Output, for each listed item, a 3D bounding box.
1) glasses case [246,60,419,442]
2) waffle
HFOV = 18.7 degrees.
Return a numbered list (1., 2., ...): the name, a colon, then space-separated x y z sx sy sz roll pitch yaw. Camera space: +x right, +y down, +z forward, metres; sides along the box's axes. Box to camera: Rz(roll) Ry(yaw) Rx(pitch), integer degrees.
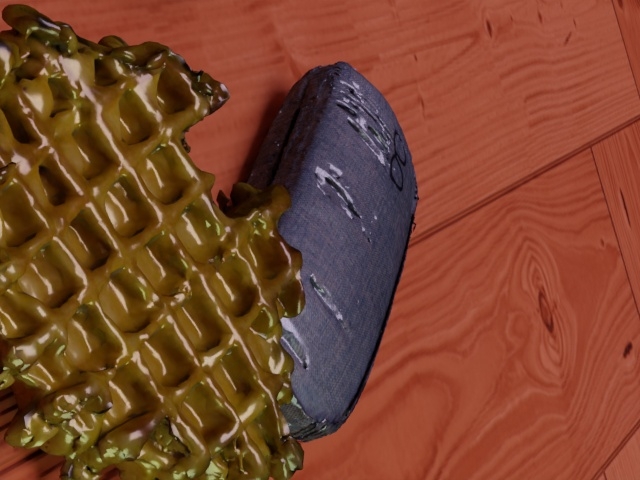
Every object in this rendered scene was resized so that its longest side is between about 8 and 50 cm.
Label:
1. glasses case: 0.000 0.000 1.123 0.109 0.067 0.282 55 29 -25
2. waffle: -0.088 0.007 0.907 0.231 0.051 0.229 20 63 -49
